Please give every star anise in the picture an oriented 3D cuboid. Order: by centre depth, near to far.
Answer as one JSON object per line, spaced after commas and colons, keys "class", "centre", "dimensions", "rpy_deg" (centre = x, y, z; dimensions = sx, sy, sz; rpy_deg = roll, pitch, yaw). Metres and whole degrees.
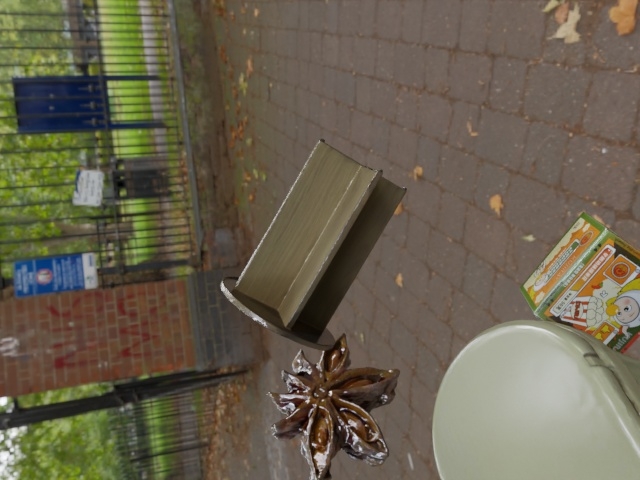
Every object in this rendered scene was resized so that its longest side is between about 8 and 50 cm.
{"class": "star anise", "centre": [0.027, 0.260, 0.919], "dimensions": [0.214, 0.220, 0.099], "rpy_deg": [47, 145, 27]}

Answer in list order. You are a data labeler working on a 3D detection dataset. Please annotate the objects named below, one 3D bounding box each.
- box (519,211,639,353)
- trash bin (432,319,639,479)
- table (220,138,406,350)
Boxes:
{"class": "box", "centre": [0.505, 0.086, 1.080], "dimensions": [0.195, 0.177, 0.148], "rpy_deg": [-55, 4, 17]}
{"class": "trash bin", "centre": [0.208, 0.175, 0.329], "dimensions": [0.121, 0.247, 0.243], "rpy_deg": [-50, 37, 32]}
{"class": "table", "centre": [0.000, 0.000, 0.758], "dimensions": [0.227, 0.167, 0.167], "rpy_deg": [-60, 25, 6]}
